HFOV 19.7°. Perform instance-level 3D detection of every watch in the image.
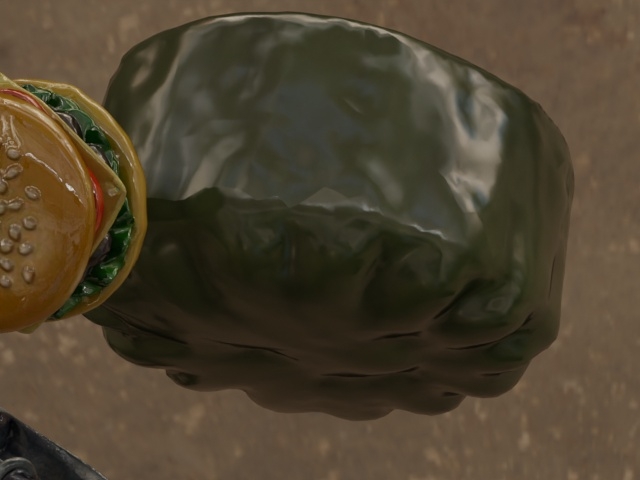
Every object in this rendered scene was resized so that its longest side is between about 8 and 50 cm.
[{"bbox_3d":[-0.243,0.200,1.522,0.193,0.206,0.068,31,91,17],"label":"watch"}]

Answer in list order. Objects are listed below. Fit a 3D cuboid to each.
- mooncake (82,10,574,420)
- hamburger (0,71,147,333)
[{"bbox_3d":[0.000,0.000,1.306,0.356,0.356,0.194,7,66,11],"label":"mooncake"},{"bbox_3d":[-0.185,-0.022,1.110,0.162,0.115,0.162,3,99,20],"label":"hamburger"}]
